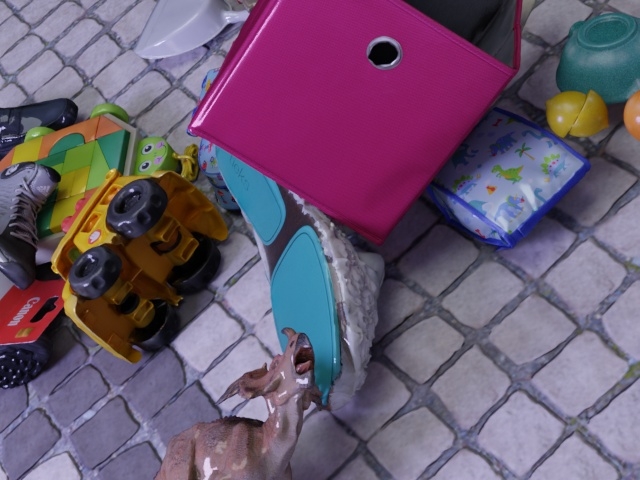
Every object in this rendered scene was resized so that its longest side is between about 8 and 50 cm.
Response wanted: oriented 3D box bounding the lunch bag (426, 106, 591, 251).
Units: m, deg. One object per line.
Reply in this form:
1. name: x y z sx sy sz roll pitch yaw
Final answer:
1. lunch bag: 0.206 -0.061 1.505 0.129 0.096 0.151 -45 32 -8

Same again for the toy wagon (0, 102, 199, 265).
1. toy wagon: -0.328 -0.079 1.910 0.344 0.068 0.267 -17 46 22

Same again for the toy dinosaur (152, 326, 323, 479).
1. toy dinosaur: -0.097 0.218 1.404 0.295 0.127 0.200 -21 64 24

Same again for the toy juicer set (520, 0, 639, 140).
1. toy juicer set: 0.304 -0.179 1.535 0.329 0.089 0.209 22 57 42

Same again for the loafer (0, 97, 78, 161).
1. loafer: -0.468 -0.167 2.077 0.223 0.078 0.076 -18 45 21

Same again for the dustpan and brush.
1. dustpan and brush: -0.162 -0.330 2.038 0.211 0.060 0.147 -13 42 34

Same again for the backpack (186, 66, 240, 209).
1. backpack: -0.093 -0.131 1.755 0.158 0.117 0.173 -7 55 40

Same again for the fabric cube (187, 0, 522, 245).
1. fabric cube: 0.044 -0.204 1.511 0.258 0.254 0.259 -53 12 30

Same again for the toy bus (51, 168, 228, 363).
1. toy bus: -0.259 0.019 1.716 0.211 0.149 0.220 13 63 43

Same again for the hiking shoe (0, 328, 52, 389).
1. hiking shoe: -0.441 0.134 1.784 0.226 0.086 0.114 -16 49 24

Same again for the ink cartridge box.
1. ink cartridge box: -0.436 0.077 1.765 0.224 0.056 0.181 -8 24 18

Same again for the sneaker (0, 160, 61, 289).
1. sneaker: -0.390 -0.039 1.805 0.132 0.086 0.229 -39 43 -3

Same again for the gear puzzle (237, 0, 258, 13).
1. gear puzzle: -0.032 -0.359 1.974 0.175 0.044 0.339 -27 46 -8

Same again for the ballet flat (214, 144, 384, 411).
1. ballet flat: 0.000 0.000 1.554 0.147 0.147 0.409 -28 57 10
